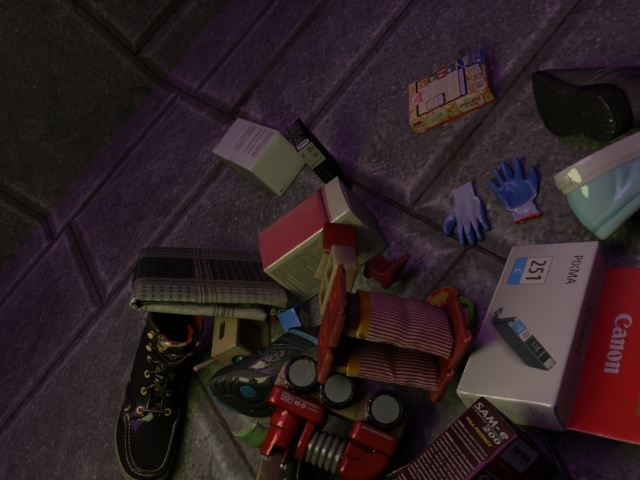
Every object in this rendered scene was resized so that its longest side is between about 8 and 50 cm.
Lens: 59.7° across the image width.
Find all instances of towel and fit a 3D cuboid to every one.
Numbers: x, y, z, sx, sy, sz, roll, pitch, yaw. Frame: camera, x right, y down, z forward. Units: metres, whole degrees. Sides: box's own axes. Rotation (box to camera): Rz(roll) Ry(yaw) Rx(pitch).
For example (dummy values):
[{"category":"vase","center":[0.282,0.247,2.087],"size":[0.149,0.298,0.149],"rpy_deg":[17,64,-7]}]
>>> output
[{"category":"towel","center":[-0.248,0.090,1.249],"size":[0.312,0.324,0.056],"rpy_deg":[-129,44,-67]}]

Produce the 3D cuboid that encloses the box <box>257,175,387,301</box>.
[{"category":"box","center":[0.000,0.000,1.212],"size":[0.232,0.148,0.127],"rpy_deg":[-35,40,16]}]

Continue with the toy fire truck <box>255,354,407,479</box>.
[{"category":"toy fire truck","center":[-0.001,0.328,0.862],"size":[0.217,0.158,0.246],"rpy_deg":[21,68,10]}]

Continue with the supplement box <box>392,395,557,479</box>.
[{"category":"supplement box","center":[0.163,0.321,0.696],"size":[0.239,0.130,0.073],"rpy_deg":[-46,36,4]}]

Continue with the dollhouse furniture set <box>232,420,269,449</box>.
[{"category":"dollhouse furniture set","center":[-0.087,0.371,1.045],"size":[0.152,0.076,0.058],"rpy_deg":[-31,41,20]}]

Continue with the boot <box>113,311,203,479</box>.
[{"category":"boot","center":[-0.349,0.300,1.220],"size":[0.377,0.138,0.284],"rpy_deg":[-96,26,-50]}]

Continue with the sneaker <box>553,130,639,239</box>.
[{"category":"sneaker","center":[0.552,-0.115,0.836],"size":[0.366,0.135,0.150],"rpy_deg":[-26,83,12]}]

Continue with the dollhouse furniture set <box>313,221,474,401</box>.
[{"category":"dollhouse furniture set","center":[0.102,0.077,0.954],"size":[0.374,0.201,0.152],"rpy_deg":[-91,14,-57]}]

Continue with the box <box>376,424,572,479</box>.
[{"category":"box","center":[0.213,0.414,0.727],"size":[0.293,0.073,0.295],"rpy_deg":[-35,40,16]}]

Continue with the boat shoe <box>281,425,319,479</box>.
[{"category":"boat shoe","center":[-0.031,0.457,0.895],"size":[0.105,0.113,0.306],"rpy_deg":[-6,57,33]}]

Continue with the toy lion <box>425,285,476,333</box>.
[{"category":"toy lion","center":[0.229,0.123,0.991],"size":[0.100,0.034,0.096],"rpy_deg":[-10,45,38]}]

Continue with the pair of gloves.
[{"category":"pair of gloves","center":[0.323,-0.073,1.068],"size":[0.198,0.023,0.159],"rpy_deg":[-25,44,26]}]

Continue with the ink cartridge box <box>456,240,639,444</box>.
[{"category":"ink cartridge box","center":[0.363,0.124,0.778],"size":[0.261,0.066,0.296],"rpy_deg":[-4,42,42]}]

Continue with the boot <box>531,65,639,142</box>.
[{"category":"boot","center":[0.523,-0.264,0.962],"size":[0.223,0.118,0.338],"rpy_deg":[-22,24,5]}]

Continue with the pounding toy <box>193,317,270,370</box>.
[{"category":"pounding toy","center":[-0.190,0.229,1.217],"size":[0.100,0.130,0.141],"rpy_deg":[-27,43,25]}]

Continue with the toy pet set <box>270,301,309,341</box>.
[{"category":"toy pet set","center":[-0.084,0.188,1.203],"size":[0.114,0.065,0.122],"rpy_deg":[-27,44,25]}]

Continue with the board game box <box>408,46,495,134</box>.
[{"category":"board game box","center":[0.300,-0.347,1.299],"size":[0.193,0.045,0.147],"rpy_deg":[-20,47,31]}]

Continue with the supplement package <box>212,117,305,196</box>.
[{"category":"supplement package","center":[-0.175,-0.241,1.588],"size":[0.134,0.139,0.244],"rpy_deg":[-54,40,-5]}]

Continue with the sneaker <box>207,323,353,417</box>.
[{"category":"sneaker","center":[-0.075,0.256,1.120],"size":[0.341,0.125,0.139],"rpy_deg":[-19,30,25]}]

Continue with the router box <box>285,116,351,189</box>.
[{"category":"router box","center":[-0.004,-0.202,1.360],"size":[0.046,0.179,0.133],"rpy_deg":[-36,39,11]}]
